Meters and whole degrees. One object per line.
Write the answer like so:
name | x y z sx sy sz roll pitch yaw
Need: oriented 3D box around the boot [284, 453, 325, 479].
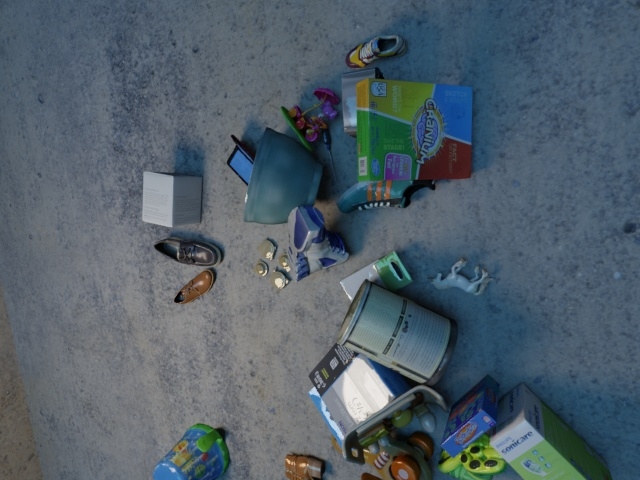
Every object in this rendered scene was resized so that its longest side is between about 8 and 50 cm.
boot | -0.059 0.878 1.474 0.152 0.073 0.198 0 85 24

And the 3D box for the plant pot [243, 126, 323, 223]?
plant pot | -0.104 -0.174 1.247 0.196 0.293 0.294 15 105 -5

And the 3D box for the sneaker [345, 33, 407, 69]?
sneaker | 0.148 -0.545 1.158 0.185 0.083 0.070 -8 94 26

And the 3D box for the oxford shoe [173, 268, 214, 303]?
oxford shoe | -0.491 0.187 1.576 0.212 0.076 0.076 -42 78 23

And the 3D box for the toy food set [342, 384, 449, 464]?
toy food set | 0.218 0.534 1.145 0.306 0.220 0.092 -33 53 0

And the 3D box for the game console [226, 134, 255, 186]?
game console | -0.272 -0.271 1.401 0.085 0.124 0.144 -44 78 -3

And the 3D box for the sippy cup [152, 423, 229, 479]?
sippy cup | -0.523 0.894 1.611 0.239 0.224 0.306 5 99 24

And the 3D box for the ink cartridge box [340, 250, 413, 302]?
ink cartridge box | 0.176 0.121 1.254 0.209 0.062 0.109 -33 83 25

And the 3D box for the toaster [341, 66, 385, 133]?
toaster | 0.130 -0.376 1.136 0.110 0.185 0.168 -2 98 17

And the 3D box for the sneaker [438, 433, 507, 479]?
sneaker | 0.440 0.615 1.136 0.123 0.110 0.296 26 149 4

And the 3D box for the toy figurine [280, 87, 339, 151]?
toy figurine | -0.012 -0.387 1.242 0.159 0.130 0.173 -34 74 16

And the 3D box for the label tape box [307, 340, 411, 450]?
label tape box | 0.085 0.486 1.283 0.348 0.115 0.249 -53 54 21

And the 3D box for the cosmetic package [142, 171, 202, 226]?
cosmetic package | -0.549 -0.156 1.510 0.151 0.151 0.184 11 101 24

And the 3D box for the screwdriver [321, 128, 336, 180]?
screwdriver | 0.027 -0.273 1.291 0.025 0.024 0.170 -9 96 -3

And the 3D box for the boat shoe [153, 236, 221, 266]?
boat shoe | -0.513 0.047 1.555 0.284 0.092 0.103 14 103 23

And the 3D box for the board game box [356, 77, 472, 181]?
board game box | 0.246 -0.277 1.046 0.064 0.316 0.243 -164 71 -67

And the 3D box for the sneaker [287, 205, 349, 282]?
sneaker | 0.000 0.001 1.242 0.316 0.182 0.128 103 147 -55

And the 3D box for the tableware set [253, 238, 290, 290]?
tableware set | -0.168 0.085 1.437 0.168 0.020 0.141 32 108 19

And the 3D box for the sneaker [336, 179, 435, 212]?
sneaker | 0.188 -0.134 1.186 0.301 0.108 0.121 -27 81 25

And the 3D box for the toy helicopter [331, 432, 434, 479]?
toy helicopter | 0.190 0.720 1.321 0.354 0.140 0.235 8 110 35

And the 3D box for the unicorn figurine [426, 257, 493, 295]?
unicorn figurine | 0.392 0.107 1.150 0.161 0.060 0.111 30 109 19

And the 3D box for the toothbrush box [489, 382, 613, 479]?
toothbrush box | 0.588 0.545 1.040 0.283 0.206 0.122 46 113 12

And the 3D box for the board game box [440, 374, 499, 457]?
board game box | 0.413 0.473 1.111 0.047 0.210 0.160 42 112 15

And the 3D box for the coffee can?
coffee can | 0.210 0.255 1.140 0.275 0.201 0.202 25 108 2
